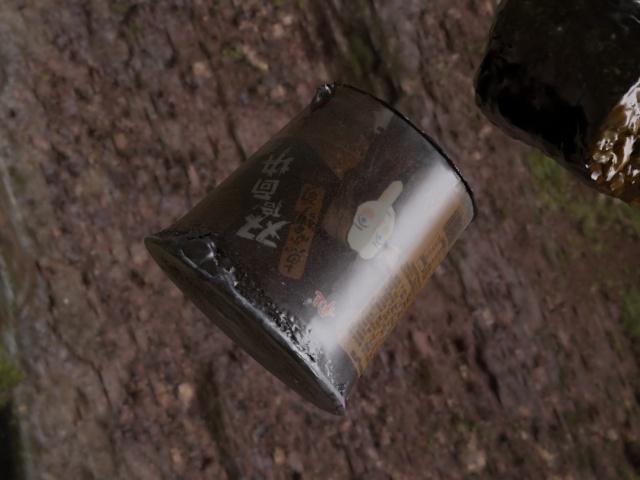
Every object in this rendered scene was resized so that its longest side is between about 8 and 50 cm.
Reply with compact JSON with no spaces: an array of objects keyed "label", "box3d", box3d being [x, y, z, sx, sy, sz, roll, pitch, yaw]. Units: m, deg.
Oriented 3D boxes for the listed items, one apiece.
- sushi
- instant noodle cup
[{"label":"sushi","box3d":[0.296,-0.158,0.923,0.207,0.348,0.234,40,-55,33]},{"label":"instant noodle cup","box3d":[0.000,0.000,0.892,0.217,0.207,0.217,40,-13,11]}]
